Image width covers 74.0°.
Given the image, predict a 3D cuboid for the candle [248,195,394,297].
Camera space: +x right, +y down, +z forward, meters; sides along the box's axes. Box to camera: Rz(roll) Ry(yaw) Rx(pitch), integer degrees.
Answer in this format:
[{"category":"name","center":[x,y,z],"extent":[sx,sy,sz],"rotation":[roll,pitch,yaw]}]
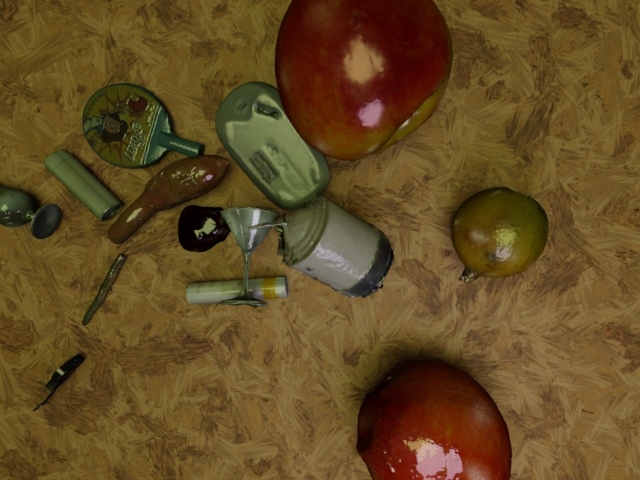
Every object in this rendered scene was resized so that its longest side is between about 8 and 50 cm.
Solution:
[{"category":"candle","center":[0.000,0.000,0.973],"extent":[0.330,0.187,0.187],"rotation":[29,99,-28]}]

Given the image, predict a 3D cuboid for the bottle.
[{"category":"bottle","center":[-0.616,-0.143,1.106],"extent":[0.201,0.072,0.072],"rotation":[45,97,-2]}]

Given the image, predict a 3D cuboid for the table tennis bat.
[{"category":"table tennis bat","center":[-0.460,-0.281,1.098],"extent":[0.329,0.044,0.215],"rotation":[20,96,3]}]

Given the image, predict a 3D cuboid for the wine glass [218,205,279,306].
[{"category":"wine glass","center":[-0.178,0.044,1.032],"extent":[0.156,0.156,0.232],"rotation":[1,81,4]}]

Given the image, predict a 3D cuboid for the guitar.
[{"category":"guitar","center":[-0.742,0.405,1.183],"extent":[0.025,0.088,0.233],"rotation":[44,107,-2]}]

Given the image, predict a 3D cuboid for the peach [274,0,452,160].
[{"category":"peach","center":[0.075,-0.374,0.897],"extent":[0.388,0.388,0.388],"rotation":[0,97,4]}]

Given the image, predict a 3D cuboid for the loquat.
[{"category":"loquat","center":[0.405,-0.001,0.992],"extent":[0.213,0.213,0.246],"rotation":[31,98,0]}]

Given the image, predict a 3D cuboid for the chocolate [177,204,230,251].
[{"category":"chocolate","center":[-0.305,-0.040,1.094],"extent":[0.149,0.080,0.125],"rotation":[-29,94,8]}]

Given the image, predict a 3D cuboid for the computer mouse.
[{"category":"computer mouse","center":[-0.116,-0.230,1.053],"extent":[0.197,0.095,0.331],"rotation":[-32,102,18]}]

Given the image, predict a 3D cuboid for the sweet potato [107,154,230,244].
[{"category":"sweet potato","center":[-0.398,-0.118,1.082],"extent":[0.385,0.109,0.109],"rotation":[-28,94,14]}]

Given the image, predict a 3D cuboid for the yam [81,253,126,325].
[{"category":"yam","center":[-0.592,0.138,1.162],"extent":[0.027,0.029,0.234],"rotation":[37,100,26]}]

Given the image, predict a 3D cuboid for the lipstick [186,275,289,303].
[{"category":"lipstick","center":[-0.218,0.131,1.118],"extent":[0.264,0.059,0.059],"rotation":[-5,96,5]}]

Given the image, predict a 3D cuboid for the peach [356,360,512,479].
[{"category":"peach","center":[0.258,0.469,1.007],"extent":[0.373,0.290,0.372],"rotation":[-1,96,-5]}]

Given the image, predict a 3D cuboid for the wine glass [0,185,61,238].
[{"category":"wine glass","center":[-0.815,-0.090,1.112],"extent":[0.231,0.103,0.103],"rotation":[22,98,4]}]
